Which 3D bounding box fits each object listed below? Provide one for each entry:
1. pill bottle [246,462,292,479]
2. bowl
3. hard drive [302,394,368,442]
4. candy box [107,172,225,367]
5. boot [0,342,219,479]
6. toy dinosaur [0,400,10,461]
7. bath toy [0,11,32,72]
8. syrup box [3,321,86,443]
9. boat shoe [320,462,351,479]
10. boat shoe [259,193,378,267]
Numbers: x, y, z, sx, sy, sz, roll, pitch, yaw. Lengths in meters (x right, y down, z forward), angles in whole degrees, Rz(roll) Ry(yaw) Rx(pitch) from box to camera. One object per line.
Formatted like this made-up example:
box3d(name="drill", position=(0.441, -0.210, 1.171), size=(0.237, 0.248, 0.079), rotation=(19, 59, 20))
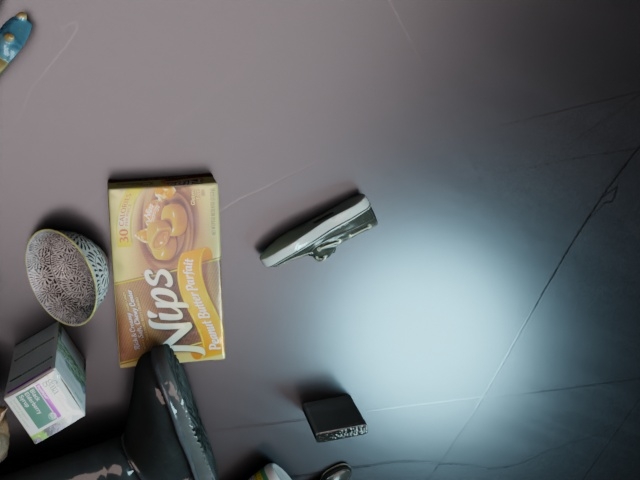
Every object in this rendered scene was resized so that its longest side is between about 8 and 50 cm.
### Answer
box3d(name="pill bottle", position=(-0.136, 0.518, 1.845), size=(0.208, 0.117, 0.118), rotation=(-39, 108, 1))
box3d(name="bowl", position=(-0.406, 0.051, 1.671), size=(0.080, 0.170, 0.170), rotation=(-28, 115, -49))
box3d(name="hard drive", position=(0.025, 0.324, 1.817), size=(0.094, 0.135, 0.022), rotation=(-9, 106, -9))
box3d(name="candy box", position=(-0.263, 0.052, 1.711), size=(0.182, 0.087, 0.317), rotation=(-4, 106, -11))
box3d(name="boot", position=(-0.420, 0.378, 1.694), size=(0.445, 0.146, 0.367), rotation=(-15, 129, -5))
box3d(name="toy dinosaur", position=(-0.567, 0.283, 1.618), size=(0.127, 0.296, 0.200), rotation=(-33, 154, -20))
box3d(name="bath toy", position=(-0.620, -0.375, 1.512), size=(0.348, 0.151, 0.129), rotation=(39, 127, -17))
box3d(name="syrup box", position=(-0.448, 0.228, 1.641), size=(0.096, 0.237, 0.093), rotation=(-30, 109, -3))
box3d(name="boat shoe", position=(0.008, 0.478, 1.905), size=(0.133, 0.042, 0.049), rotation=(-38, 106, -1))
box3d(name="boat shoe", position=(0.000, 0.000, 1.757), size=(0.219, 0.078, 0.070), rotation=(-29, 107, -5))
